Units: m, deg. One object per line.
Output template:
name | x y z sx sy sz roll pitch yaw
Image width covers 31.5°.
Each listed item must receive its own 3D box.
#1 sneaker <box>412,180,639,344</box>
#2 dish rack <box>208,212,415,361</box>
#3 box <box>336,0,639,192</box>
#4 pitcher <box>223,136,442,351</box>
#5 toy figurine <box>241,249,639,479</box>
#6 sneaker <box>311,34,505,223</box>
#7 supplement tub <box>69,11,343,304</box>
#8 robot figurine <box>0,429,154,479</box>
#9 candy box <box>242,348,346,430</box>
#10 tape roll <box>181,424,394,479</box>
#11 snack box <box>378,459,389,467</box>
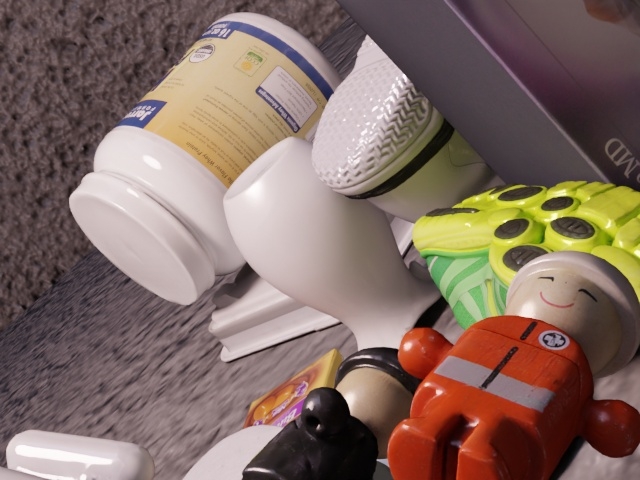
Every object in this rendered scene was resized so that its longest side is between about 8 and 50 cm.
sneaker | 0.154 0.031 0.753 0.109 0.123 0.295 -25 10 -8
dish rack | 0.000 0.000 1.347 0.333 0.072 0.285 -27 24 52
box | 0.222 -0.182 0.804 0.294 0.296 0.183 -47 15 -6
pitcher | 0.030 -0.008 1.018 0.178 0.207 0.125 -47 15 -13
toy figurine | 0.084 0.131 0.503 0.213 0.209 0.148 -37 2 45
sneaker | 0.160 -0.153 0.978 0.366 0.210 0.137 -58 28 -9
supplement tub | -0.131 -0.100 1.386 0.316 0.228 0.228 -52 16 -24
robot figurine | -0.232 0.270 0.827 0.353 0.200 0.300 10 57 22
candy box | -0.026 0.184 0.954 0.109 0.053 0.187 -36 18 27
tape roll | -0.030 0.223 0.665 0.219 0.072 0.219 -35 42 38
snack box | 0.037 0.174 0.787 0.141 0.037 0.100 -52 -4 -27
